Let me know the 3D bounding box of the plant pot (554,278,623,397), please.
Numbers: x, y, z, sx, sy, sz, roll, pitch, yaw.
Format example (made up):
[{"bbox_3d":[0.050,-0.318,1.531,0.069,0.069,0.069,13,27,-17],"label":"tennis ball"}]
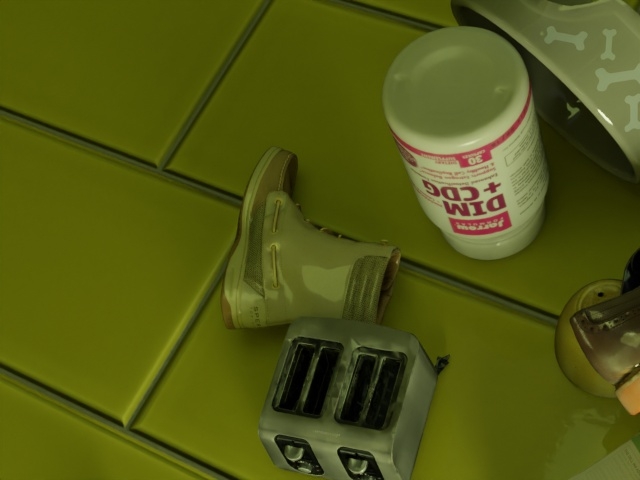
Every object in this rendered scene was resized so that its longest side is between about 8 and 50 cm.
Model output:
[{"bbox_3d":[0.322,0.096,1.540,0.134,0.095,0.134,-8,60,13],"label":"plant pot"}]

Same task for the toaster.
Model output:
[{"bbox_3d":[0.038,0.180,1.573,0.168,0.110,0.185,9,64,21],"label":"toaster"}]

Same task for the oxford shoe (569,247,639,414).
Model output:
[{"bbox_3d":[0.411,0.033,1.468,0.364,0.130,0.132,-33,76,-33],"label":"oxford shoe"}]

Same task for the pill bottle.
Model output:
[{"bbox_3d":[0.176,-0.101,1.585,0.160,0.283,0.160,-8,59,13],"label":"pill bottle"}]

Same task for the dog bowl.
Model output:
[{"bbox_3d":[0.290,-0.203,1.585,0.102,0.349,0.349,-45,58,1],"label":"dog bowl"}]

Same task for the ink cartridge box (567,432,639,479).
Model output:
[{"bbox_3d":[0.306,0.299,1.402,0.235,0.056,0.171,-33,35,7],"label":"ink cartridge box"}]

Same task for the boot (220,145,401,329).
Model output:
[{"bbox_3d":[0.000,0.000,1.698,0.203,0.095,0.262,4,52,12],"label":"boot"}]
